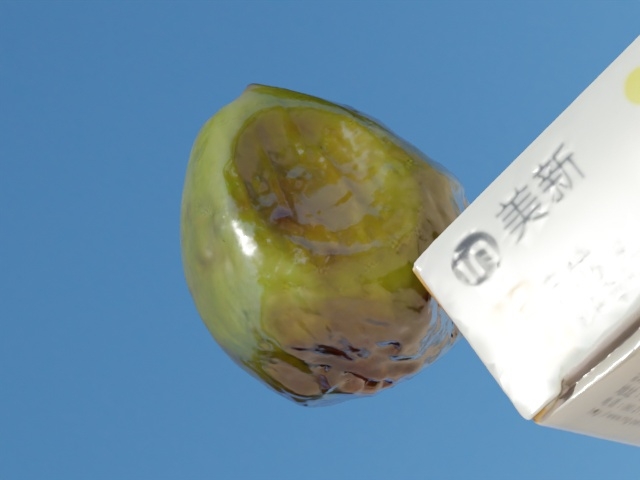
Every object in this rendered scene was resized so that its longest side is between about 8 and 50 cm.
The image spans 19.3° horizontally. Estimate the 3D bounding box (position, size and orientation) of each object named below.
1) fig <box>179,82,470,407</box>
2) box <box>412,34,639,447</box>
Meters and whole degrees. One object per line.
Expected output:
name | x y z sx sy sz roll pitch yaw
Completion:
fig | 0.000 0.000 0.932 0.144 0.154 0.165 -38 -87 -6
box | 0.193 -0.012 0.745 0.221 0.091 0.274 -46 -31 16
